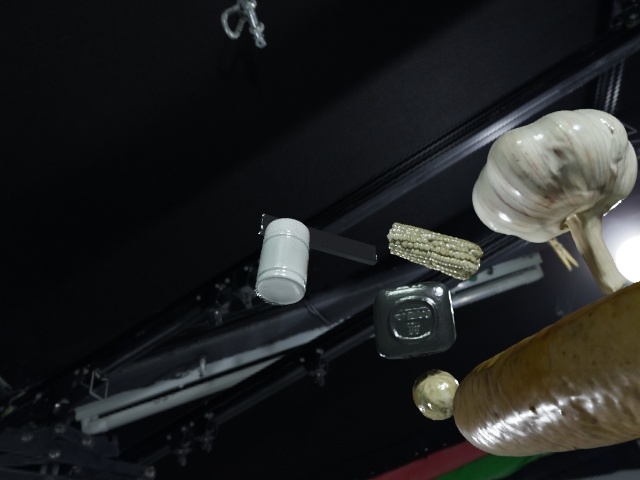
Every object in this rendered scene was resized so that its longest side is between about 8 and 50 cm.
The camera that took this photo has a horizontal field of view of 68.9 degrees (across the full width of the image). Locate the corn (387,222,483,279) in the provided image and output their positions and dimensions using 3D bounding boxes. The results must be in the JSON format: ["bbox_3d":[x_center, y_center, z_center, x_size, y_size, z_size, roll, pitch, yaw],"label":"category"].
[{"bbox_3d":[0.241,0.022,1.009,0.210,0.087,0.087,17,-58,2],"label":"corn"}]

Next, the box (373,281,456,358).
[{"bbox_3d":[0.247,0.209,1.245,0.212,0.201,0.042,-7,-25,9],"label":"box"}]

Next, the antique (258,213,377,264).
[{"bbox_3d":[0.000,0.000,0.699,0.192,0.031,0.015,16,-36,-21],"label":"antique"}]

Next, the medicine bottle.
[{"bbox_3d":[-0.042,0.024,0.545,0.057,0.089,0.057,2,-41,1],"label":"medicine bottle"}]

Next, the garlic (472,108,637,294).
[{"bbox_3d":[0.305,-0.033,0.581,0.199,0.226,0.199,-13,-23,-5],"label":"garlic"}]

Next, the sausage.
[{"bbox_3d":[0.262,0.160,0.508,0.136,0.123,0.501,-13,-26,-14],"label":"sausage"}]

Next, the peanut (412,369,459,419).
[{"bbox_3d":[0.318,0.425,1.286,0.129,0.129,0.224,-22,-31,-2],"label":"peanut"}]
